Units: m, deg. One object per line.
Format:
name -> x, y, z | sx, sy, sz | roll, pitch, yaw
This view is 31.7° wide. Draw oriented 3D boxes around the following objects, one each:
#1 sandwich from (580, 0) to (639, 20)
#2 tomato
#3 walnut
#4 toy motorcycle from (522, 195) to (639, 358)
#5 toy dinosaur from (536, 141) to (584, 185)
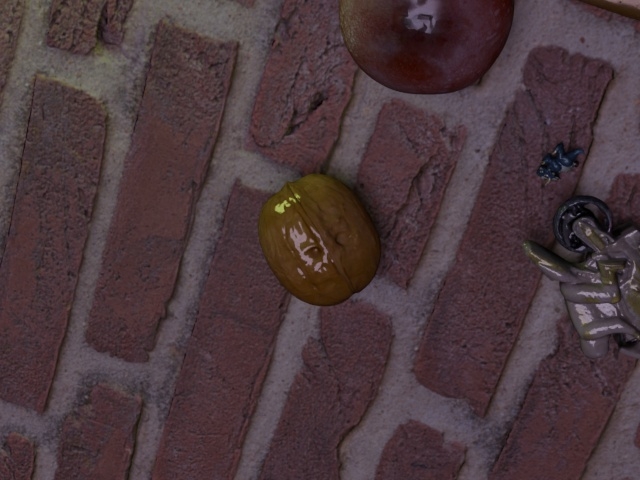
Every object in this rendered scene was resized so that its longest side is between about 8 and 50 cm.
sandwich -> 0.492, -0.452, 1.673 | 0.212, 0.063, 0.245 | 21, 111, 9
tomato -> 0.158, -0.351, 1.708 | 0.270, 0.227, 0.270 | 4, 110, 11
walnut -> 0.000, 0.000, 1.895 | 0.193, 0.193, 0.226 | -20, 99, 20
toy motorcycle -> 0.480, 0.086, 1.832 | 0.340, 0.108, 0.223 | 39, 108, -8
toy dinosaur -> 0.389, -0.125, 1.826 | 0.047, 0.030, 0.083 | 44, 114, -3
